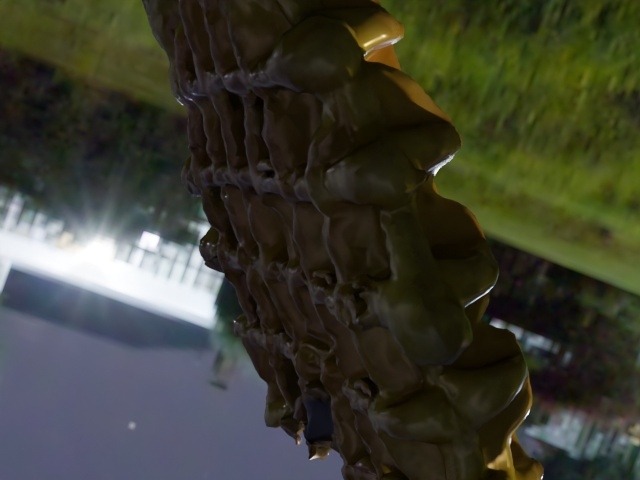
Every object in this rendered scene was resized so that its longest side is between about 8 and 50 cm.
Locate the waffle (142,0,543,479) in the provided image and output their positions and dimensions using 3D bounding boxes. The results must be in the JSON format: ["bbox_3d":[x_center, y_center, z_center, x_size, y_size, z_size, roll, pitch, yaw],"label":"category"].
[{"bbox_3d":[0.001,-0.001,0.567,0.065,0.283,0.309,-17,-128,-13],"label":"waffle"}]
